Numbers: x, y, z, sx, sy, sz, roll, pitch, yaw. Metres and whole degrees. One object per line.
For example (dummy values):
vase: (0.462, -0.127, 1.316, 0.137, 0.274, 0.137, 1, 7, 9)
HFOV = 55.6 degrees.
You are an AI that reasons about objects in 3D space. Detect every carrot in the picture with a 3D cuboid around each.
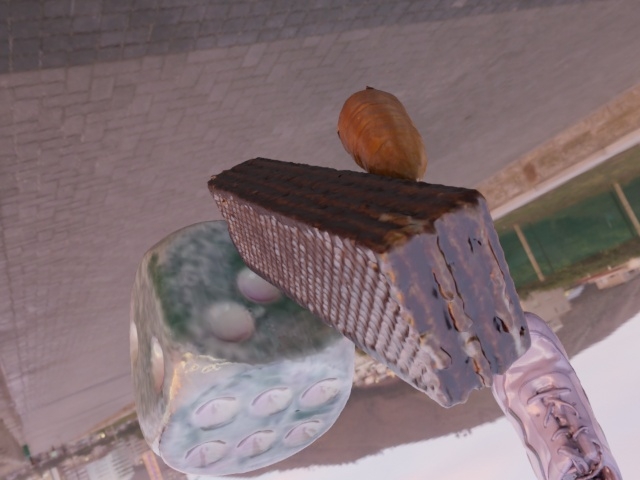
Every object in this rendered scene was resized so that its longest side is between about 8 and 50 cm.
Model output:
carrot: (0.059, -0.079, 0.525, 0.072, 0.072, 0.205, -24, -156, 5)

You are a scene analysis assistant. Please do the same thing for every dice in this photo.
dice: (-0.150, 0.187, 1.084, 0.327, 0.348, 0.330, -1, 137, -26)

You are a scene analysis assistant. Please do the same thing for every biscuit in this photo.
biscuit: (0.000, 0.000, 0.485, 0.073, 0.107, 0.388, -31, -159, -17)

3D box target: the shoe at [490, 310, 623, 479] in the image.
shoe: (0.261, 0.200, 0.668, 0.095, 0.245, 0.137, -21, 180, 1)
